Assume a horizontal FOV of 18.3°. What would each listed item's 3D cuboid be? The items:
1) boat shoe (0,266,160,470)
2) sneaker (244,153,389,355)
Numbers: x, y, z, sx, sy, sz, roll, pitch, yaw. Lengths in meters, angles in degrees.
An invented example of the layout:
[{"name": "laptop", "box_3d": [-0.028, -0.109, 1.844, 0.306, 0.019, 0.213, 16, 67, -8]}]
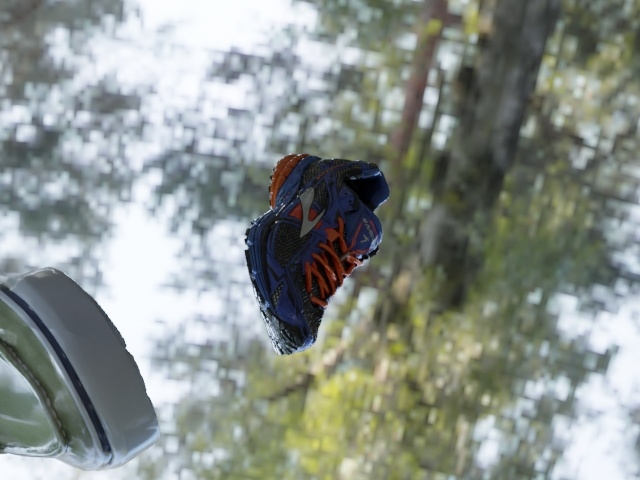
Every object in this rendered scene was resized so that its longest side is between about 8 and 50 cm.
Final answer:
[{"name": "boat shoe", "box_3d": [-0.186, 0.072, 1.071, 0.094, 0.109, 0.302, -28, -160, -25]}, {"name": "sneaker", "box_3d": [0.000, 0.000, 1.467, 0.087, 0.083, 0.221, -9, -144, 17]}]
